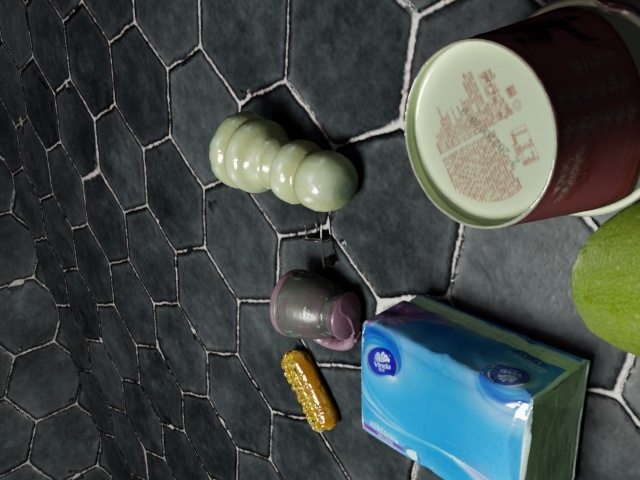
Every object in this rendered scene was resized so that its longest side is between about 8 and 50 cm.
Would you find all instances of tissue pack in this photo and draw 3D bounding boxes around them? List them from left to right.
[{"bbox_3d":[0.189,0.211,0.894,0.263,0.146,0.198,22,123,45],"label":"tissue pack"}]

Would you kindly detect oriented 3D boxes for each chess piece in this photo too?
[{"bbox_3d":[-0.049,-0.112,1.067,0.243,0.133,0.133,26,126,37],"label":"chess piece"}]

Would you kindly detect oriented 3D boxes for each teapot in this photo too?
[{"bbox_3d":[-0.002,0.128,1.130,0.146,0.116,0.148,10,111,38],"label":"teapot"}]

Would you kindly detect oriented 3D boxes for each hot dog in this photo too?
[{"bbox_3d":[-0.021,0.279,1.277,0.071,0.045,0.165,-37,78,54],"label":"hot dog"}]

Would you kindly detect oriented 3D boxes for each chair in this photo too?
[{"bbox_3d":[-0.001,0.001,1.125,0.042,0.037,0.086,-1,102,39],"label":"chair"}]

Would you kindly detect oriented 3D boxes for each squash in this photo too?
[{"bbox_3d":[0.382,0.036,0.671,0.260,0.189,0.189,87,160,-87],"label":"squash"}]

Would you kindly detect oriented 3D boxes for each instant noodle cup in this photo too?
[{"bbox_3d":[0.208,-0.118,0.683,0.235,0.178,0.235,27,125,46],"label":"instant noodle cup"}]
